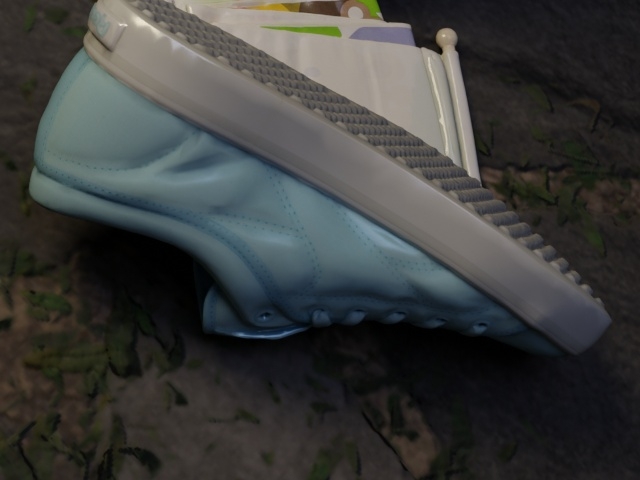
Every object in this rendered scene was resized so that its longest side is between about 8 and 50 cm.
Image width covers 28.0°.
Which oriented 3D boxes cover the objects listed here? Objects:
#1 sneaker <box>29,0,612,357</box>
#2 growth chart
[{"bbox_3d":[0.000,0.000,0.754,0.366,0.150,0.135,29,17,-20],"label":"sneaker"},{"bbox_3d":[0.001,-0.102,0.838,0.237,0.021,0.172,7,66,-22],"label":"growth chart"}]
